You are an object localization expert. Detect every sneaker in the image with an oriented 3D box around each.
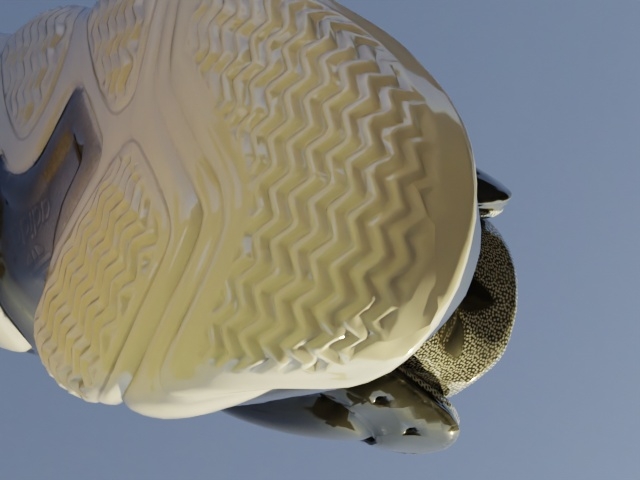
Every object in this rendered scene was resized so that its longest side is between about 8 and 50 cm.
[{"bbox_3d":[0.000,0.000,0.490,0.153,0.268,0.101,16,-95,-26],"label":"sneaker"}]
